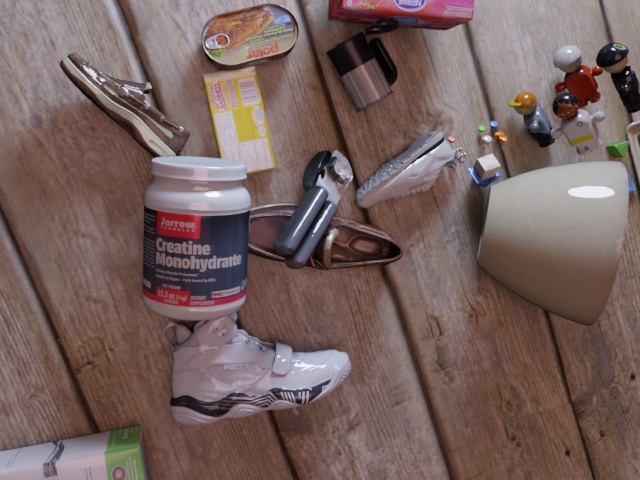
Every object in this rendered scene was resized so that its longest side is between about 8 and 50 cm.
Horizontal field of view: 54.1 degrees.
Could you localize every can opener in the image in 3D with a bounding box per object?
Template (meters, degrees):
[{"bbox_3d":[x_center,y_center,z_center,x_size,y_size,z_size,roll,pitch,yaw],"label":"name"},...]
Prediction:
[{"bbox_3d":[-0.013,-0.064,1.198,0.074,0.093,0.280,54,45,-32],"label":"can opener"}]

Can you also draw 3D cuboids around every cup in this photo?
[{"bbox_3d":[0.451,-0.012,1.276,0.236,0.331,0.331,9,94,13],"label":"cup"}]

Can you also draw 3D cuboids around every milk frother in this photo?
[{"bbox_3d":[0.105,-0.344,1.223,0.129,0.143,0.135,-33,102,-12],"label":"milk frother"}]

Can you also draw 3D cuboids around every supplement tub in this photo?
[{"bbox_3d":[-0.225,-0.008,1.141,0.191,0.191,0.273,1,103,-13],"label":"supplement tub"}]

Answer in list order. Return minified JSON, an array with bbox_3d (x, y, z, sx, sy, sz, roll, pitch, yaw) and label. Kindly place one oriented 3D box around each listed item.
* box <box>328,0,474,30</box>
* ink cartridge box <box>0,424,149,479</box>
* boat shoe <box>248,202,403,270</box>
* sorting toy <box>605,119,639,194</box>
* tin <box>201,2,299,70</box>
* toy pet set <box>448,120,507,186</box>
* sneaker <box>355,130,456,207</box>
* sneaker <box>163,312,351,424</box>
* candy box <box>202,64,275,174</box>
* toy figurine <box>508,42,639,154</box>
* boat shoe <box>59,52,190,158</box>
[{"bbox_3d":[0.151,-0.475,1.184,0.256,0.128,0.123,1,99,-12],"label":"box"},{"bbox_3d":[-0.467,0.485,1.188,0.272,0.115,0.199,-7,97,-13],"label":"ink cartridge box"},{"bbox_3d":[0.000,0.000,1.242,0.341,0.123,0.123,11,93,-14],"label":"boat shoe"},{"bbox_3d":[0.812,-0.199,1.450,0.347,0.047,0.196,-18,99,-11],"label":"sorting toy"},{"bbox_3d":[-0.135,-0.390,1.206,0.189,0.040,0.106,-17,80,-11],"label":"tin"},{"bbox_3d":[0.344,-0.179,1.350,0.122,0.065,0.114,-19,65,-13],"label":"toy pet set"},{"bbox_3d":[0.179,-0.128,1.295,0.235,0.090,0.095,-35,112,-6],"label":"sneaker"},{"bbox_3d":[-0.126,0.219,1.227,0.365,0.137,0.210,-11,101,-8],"label":"sneaker"},{"bbox_3d":[-0.159,-0.231,1.232,0.105,0.027,0.206,-12,98,-9],"label":"candy box"},{"bbox_3d":[0.524,-0.296,1.290,0.209,0.213,0.148,-41,115,-1],"label":"toy figurine"},{"bbox_3d":[-0.351,-0.258,1.157,0.257,0.095,0.095,44,82,-25],"label":"boat shoe"}]
